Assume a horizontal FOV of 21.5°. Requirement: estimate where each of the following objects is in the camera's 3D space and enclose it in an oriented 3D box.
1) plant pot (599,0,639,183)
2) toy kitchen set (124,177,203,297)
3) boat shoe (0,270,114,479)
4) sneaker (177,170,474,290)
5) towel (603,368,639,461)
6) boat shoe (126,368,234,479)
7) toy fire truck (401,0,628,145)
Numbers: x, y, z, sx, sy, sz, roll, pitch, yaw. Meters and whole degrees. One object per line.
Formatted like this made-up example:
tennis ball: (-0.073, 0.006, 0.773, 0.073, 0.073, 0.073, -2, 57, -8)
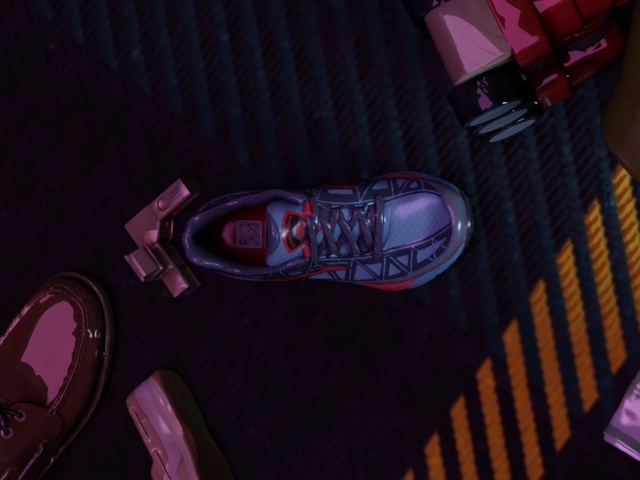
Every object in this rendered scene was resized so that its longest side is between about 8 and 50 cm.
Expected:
plant pot: (0.381, -0.173, 1.194, 0.366, 0.366, 0.353, 33, 115, 17)
toy kitchen set: (-0.132, -0.001, 1.529, 0.075, 0.068, 0.083, -40, 79, 18)
boat shoe: (-0.292, 0.173, 1.581, 0.111, 0.104, 0.307, 29, 102, 18)
sneaker: (0.000, 0.000, 1.446, 0.262, 0.125, 0.104, -6, 91, 22)
towel: (0.315, 0.129, 1.384, 0.113, 0.023, 0.152, 32, 103, 16)
boat shoe: (-0.128, 0.204, 1.545, 0.059, 0.063, 0.170, -32, 72, 22)
toy fire truck: (0.198, -0.203, 1.320, 0.246, 0.217, 0.158, -25, 83, 10)
